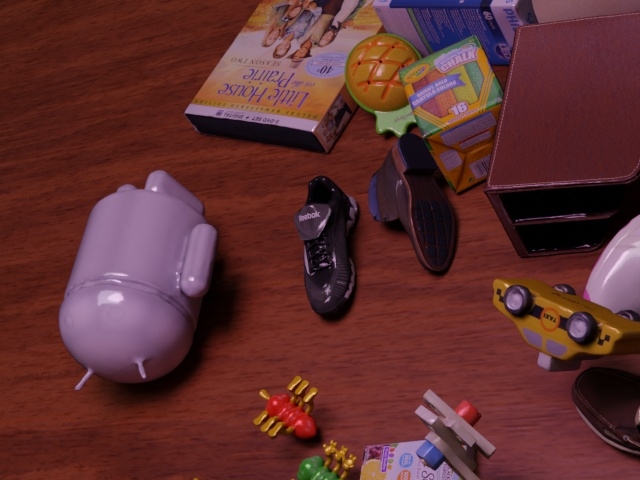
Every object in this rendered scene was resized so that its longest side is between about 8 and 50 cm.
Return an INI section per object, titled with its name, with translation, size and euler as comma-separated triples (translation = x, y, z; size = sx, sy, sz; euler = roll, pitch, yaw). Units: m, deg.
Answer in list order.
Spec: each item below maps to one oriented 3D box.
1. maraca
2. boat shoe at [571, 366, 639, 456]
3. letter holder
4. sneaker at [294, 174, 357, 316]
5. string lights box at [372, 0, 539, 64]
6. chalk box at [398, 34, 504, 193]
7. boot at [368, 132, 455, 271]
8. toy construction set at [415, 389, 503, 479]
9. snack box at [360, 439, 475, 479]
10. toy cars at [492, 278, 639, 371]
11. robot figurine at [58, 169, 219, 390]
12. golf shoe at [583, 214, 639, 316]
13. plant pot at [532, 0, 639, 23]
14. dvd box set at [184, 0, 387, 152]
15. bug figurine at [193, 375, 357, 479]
[maraca]
translation = 0.111, -0.246, 2.049
size = 0.127, 0.099, 0.185
euler = -27, 68, 5
[boat shoe]
translation = 0.385, 0.202, 1.476
size = 0.095, 0.095, 0.257
euler = -48, 44, -12
[letter holder]
translation = 0.367, -0.148, 1.756
size = 0.214, 0.152, 0.301
euler = -5, 51, 27
[sneaker]
translation = 0.000, 0.000, 1.895
size = 0.078, 0.106, 0.234
euler = -15, 47, 24
[string lights box]
translation = 0.225, -0.345, 2.028
size = 0.260, 0.133, 0.076
euler = 8, 57, 37
[chalk box]
translation = 0.207, -0.203, 1.916
size = 0.132, 0.132, 0.213
euler = -26, 44, 10
[boot]
translation = 0.130, -0.037, 1.885
size = 0.106, 0.082, 0.219
euler = -44, 47, 49
[toy construction set]
translation = 0.108, 0.342, 1.487
size = 0.215, 0.151, 0.327
euler = 38, 93, 32
[snack box]
translation = 0.118, 0.299, 1.608
size = 0.141, 0.037, 0.100
euler = -10, 51, 25
[toy cars]
translation = 0.382, 0.130, 1.473
size = 0.394, 0.087, 0.176
euler = 13, 12, 4
[robot figurine]
translation = -0.273, 0.065, 1.946
size = 0.300, 0.200, 0.353
euler = -23, 42, 37
[golf shoe]
translation = 0.456, 0.009, 1.565
size = 0.306, 0.115, 0.140
euler = -39, 23, -1
[plant pot]
translation = 0.451, -0.373, 1.854
size = 0.274, 0.256, 0.256
euler = -30, 41, 31
[dvd box set]
translation = -0.013, -0.343, 2.234
size = 0.308, 0.062, 0.420
euler = 13, 61, 40
[bug figurine]
translation = -0.076, 0.321, 1.692
size = 0.279, 0.072, 0.216
euler = -43, 49, -13
